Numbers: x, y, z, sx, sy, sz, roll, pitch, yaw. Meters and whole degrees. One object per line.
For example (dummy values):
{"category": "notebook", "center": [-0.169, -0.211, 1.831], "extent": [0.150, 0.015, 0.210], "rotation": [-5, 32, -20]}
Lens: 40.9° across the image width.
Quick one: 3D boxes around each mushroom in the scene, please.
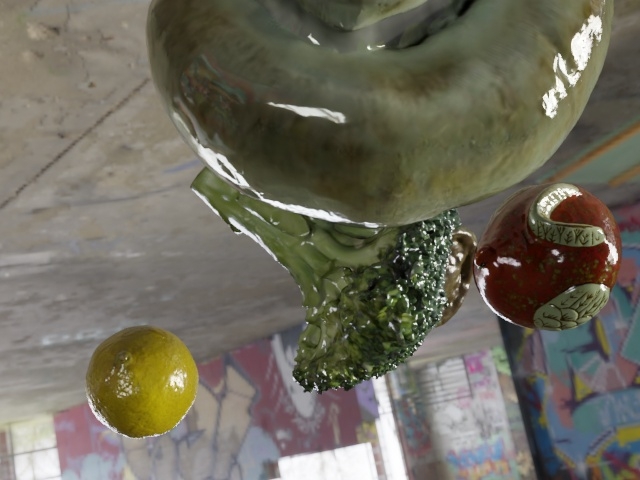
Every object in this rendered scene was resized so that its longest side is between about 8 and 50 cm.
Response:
{"category": "mushroom", "center": [0.041, -0.176, 0.650], "extent": [0.352, 0.352, 0.260], "rotation": [-11, 156, -1]}

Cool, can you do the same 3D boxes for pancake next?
{"category": "pancake", "center": [0.240, 0.079, 1.734], "extent": [0.222, 0.236, 0.042], "rotation": [27, -175, -43]}

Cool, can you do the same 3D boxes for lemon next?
{"category": "lemon", "center": [-0.285, 0.221, 1.366], "extent": [0.178, 0.178, 0.203], "rotation": [-12, 149, 0]}

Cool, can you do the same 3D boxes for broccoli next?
{"category": "broccoli", "center": [-0.002, 0.035, 1.200], "extent": [0.397, 0.353, 0.275], "rotation": [0, 169, 24]}

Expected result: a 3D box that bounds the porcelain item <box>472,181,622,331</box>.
{"category": "porcelain item", "center": [0.337, 0.023, 1.353], "extent": [0.253, 0.253, 0.253], "rotation": [-11, 167, -3]}
